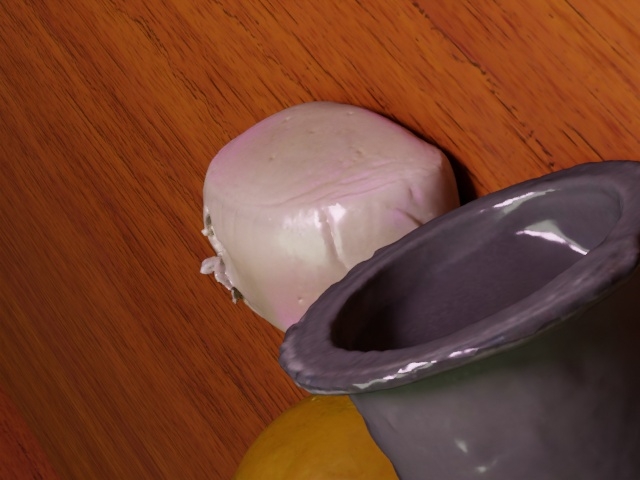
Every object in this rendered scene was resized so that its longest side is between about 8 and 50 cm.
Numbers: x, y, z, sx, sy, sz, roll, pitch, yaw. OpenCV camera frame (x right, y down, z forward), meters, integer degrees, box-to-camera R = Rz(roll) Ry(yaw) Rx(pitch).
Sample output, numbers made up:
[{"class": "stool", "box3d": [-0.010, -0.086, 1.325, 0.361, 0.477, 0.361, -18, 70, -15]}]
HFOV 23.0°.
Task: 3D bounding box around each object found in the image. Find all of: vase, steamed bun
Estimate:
[{"class": "vase", "box3d": [0.142, 0.134, 0.914, 0.245, 0.245, 0.291, 7, 126, 64]}, {"class": "steamed bun", "box3d": [0.000, 0.000, 1.158, 0.239, 0.153, 0.170, 29, 141, 58]}]

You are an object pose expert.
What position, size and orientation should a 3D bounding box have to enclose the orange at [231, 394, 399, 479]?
[{"class": "orange", "box3d": [0.058, 0.237, 1.200, 0.279, 0.235, 0.279, 32, 143, 27]}]
